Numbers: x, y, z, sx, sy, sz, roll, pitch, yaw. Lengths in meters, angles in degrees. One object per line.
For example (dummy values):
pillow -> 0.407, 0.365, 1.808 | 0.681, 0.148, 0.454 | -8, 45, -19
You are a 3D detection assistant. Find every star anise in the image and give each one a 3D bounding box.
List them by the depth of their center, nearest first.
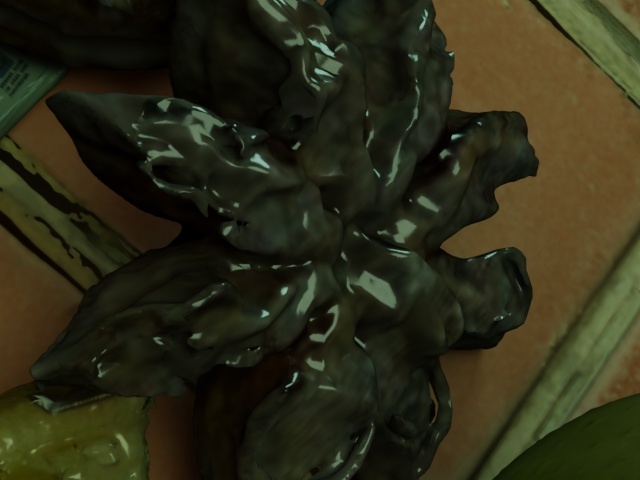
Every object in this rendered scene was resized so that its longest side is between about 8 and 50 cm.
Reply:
star anise -> 0.001, -0.002, 0.924 | 0.332, 0.117, 0.331 | -9, 103, -45

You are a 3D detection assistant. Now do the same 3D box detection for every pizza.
pizza -> -0.120, 0.150, 0.877 | 0.204, 0.080, 0.188 | -41, 94, -31

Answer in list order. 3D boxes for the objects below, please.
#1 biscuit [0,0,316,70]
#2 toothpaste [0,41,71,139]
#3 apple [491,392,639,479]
biscuit -> -0.112, -0.245, 0.984 | 0.332, 0.103, 0.332 | 10, 68, -27
toothpaste -> -0.200, -0.037, 0.922 | 0.064, 0.041, 0.218 | 38, 56, -9
apple -> 0.206, 0.196, 0.855 | 0.312, 0.360, 0.320 | 31, 62, -11
